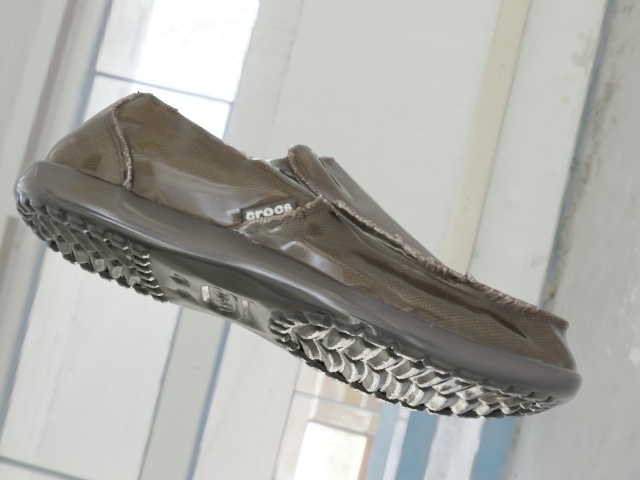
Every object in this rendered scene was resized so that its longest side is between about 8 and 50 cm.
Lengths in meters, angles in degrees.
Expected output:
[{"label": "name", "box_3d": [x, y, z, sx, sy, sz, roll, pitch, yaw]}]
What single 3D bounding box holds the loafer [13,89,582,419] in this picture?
[{"label": "loafer", "box_3d": [0.000, 0.000, 0.511, 0.134, 0.366, 0.130, 119, 174, -68]}]
